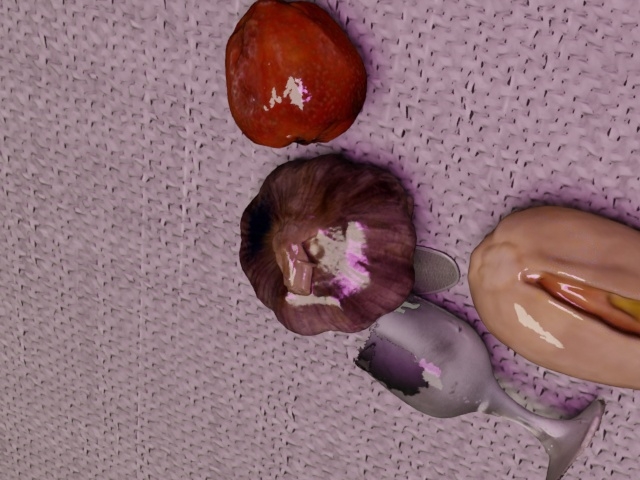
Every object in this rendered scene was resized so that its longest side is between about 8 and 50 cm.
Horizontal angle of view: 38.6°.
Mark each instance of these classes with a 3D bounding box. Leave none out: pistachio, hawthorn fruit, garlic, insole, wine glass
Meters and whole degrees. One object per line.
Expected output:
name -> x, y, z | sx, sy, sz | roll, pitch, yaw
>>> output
pistachio -> 0.317, 0.071, 1.063 | 0.299, 0.187, 0.188 | 23, 123, 4
hawthorn fruit -> -0.032, -0.195, 1.085 | 0.173, 0.173, 0.179 | -42, 68, 34
garlic -> 0.000, 0.000, 1.133 | 0.244, 0.160, 0.245 | -6, 76, 25
insole -> 0.077, 0.042, 1.242 | 0.232, 0.003, 0.080 | -3, 114, 25
wine glass -> 0.202, 0.189, 1.188 | 0.321, 0.143, 0.143 | 29, 123, 9
